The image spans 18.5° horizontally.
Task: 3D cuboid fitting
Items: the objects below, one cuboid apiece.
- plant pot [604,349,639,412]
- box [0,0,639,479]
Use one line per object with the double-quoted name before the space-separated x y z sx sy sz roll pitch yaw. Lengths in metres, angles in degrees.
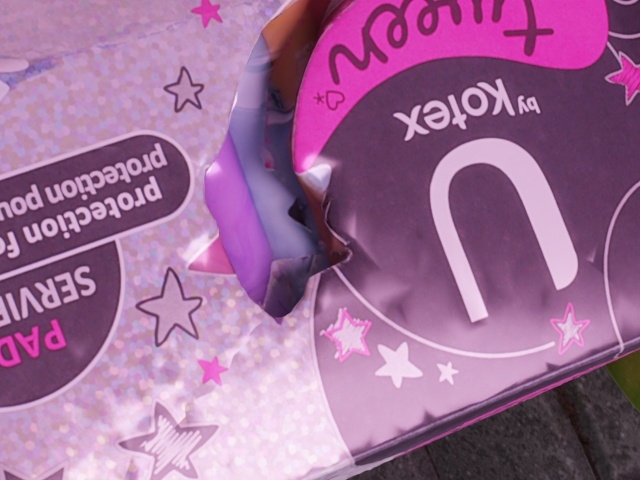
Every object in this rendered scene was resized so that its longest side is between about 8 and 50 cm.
"plant pot" 0.275 -0.051 0.858 0.275 0.275 0.293 -21 160 -16
"box" -0.035 0.004 0.512 0.247 0.142 0.163 -21 175 -24
